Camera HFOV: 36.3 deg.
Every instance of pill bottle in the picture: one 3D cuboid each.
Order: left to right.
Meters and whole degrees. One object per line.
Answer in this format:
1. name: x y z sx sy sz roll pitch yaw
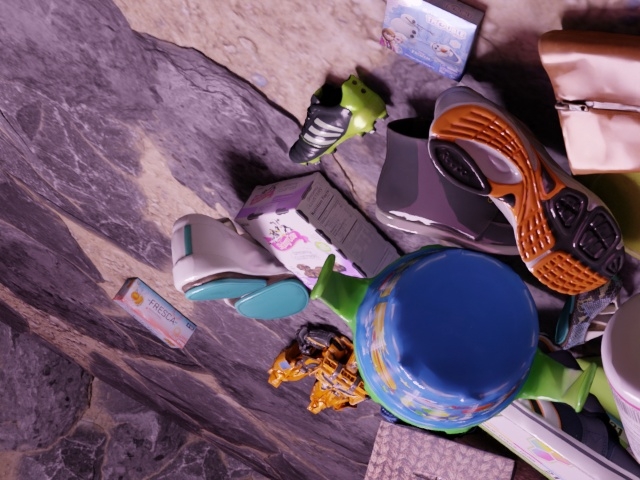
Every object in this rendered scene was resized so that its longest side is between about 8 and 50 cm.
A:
1. pill bottle: 0.426 0.188 1.122 0.160 0.160 0.283 14 151 35

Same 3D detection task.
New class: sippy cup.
1. sippy cup: 0.153 0.107 1.140 0.305 0.240 0.224 -12 170 0

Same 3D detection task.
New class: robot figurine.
1. robot figurine: 0.014 0.254 1.840 0.211 0.085 0.291 35 156 -10

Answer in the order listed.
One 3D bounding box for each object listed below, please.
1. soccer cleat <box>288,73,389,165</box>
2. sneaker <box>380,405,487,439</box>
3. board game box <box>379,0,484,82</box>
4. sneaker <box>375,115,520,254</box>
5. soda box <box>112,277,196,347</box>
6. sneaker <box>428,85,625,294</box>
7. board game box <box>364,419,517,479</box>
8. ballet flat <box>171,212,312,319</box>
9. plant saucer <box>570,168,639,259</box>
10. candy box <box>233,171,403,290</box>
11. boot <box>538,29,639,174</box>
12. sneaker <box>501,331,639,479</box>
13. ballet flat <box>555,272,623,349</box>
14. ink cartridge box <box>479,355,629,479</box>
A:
1. soccer cleat: 0.008 -0.139 1.128 0.072 0.060 0.179 48 147 -12
2. sneaker: 0.201 0.313 1.736 0.090 0.081 0.232 46 153 -19
3. board game box: 0.104 -0.201 0.929 0.090 0.020 0.090 27 155 10
4. sneaker: 0.169 -0.060 1.053 0.221 0.083 0.118 9 123 11
5. soda box: -0.364 0.160 2.142 0.183 0.063 0.058 44 154 -25
6. sneaker: 0.209 -0.060 0.975 0.099 0.121 0.262 -36 113 22
7. board game box: 0.216 0.425 1.724 0.232 0.141 0.291 15 170 15
8. ballet flat: -0.112 0.034 1.488 0.139 0.139 0.400 23 178 20
9. plant saucer: 0.350 -0.030 0.944 0.240 0.037 0.241 27 155 13
10. candy box: 0.000 0.000 1.381 0.196 0.070 0.164 43 154 -24
11. boot: 0.323 -0.056 0.803 0.280 0.096 0.264 5 133 46
12. sneaker: 0.302 0.202 1.273 0.321 0.127 0.126 35 177 30
13. ballet flat: 0.324 0.086 1.174 0.070 0.070 0.188 24 159 17
14. ink cartridge box: 0.372 0.265 1.416 0.188 0.097 0.255 37 156 -11
